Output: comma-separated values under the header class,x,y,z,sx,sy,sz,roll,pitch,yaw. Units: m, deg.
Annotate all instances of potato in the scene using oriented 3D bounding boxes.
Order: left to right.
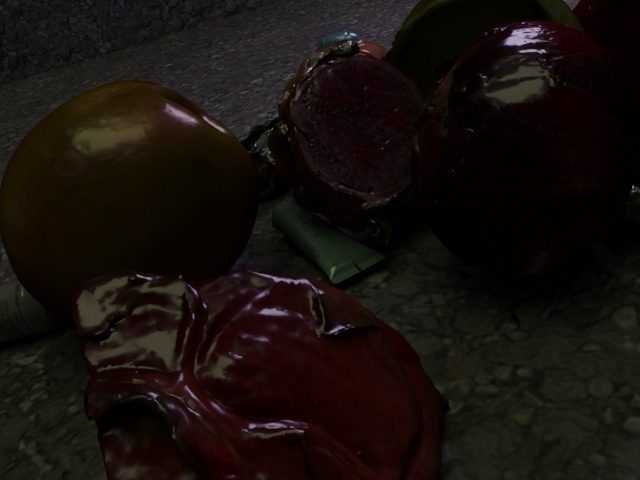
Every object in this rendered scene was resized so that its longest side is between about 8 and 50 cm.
class,x,y,z,sx,sy,sz,roll,pitch,yaw
potato,0.254,-0.248,0.998,0.330,0.280,0.212,6,43,32

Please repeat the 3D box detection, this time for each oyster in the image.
class,x,y,z,sx,sy,sz,roll,pitch,yaw
oyster,-0.115,-0.129,1.227,0.268,0.112,0.198,-33,9,-11

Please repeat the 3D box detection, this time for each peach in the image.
class,x,y,z,sx,sy,sz,roll,pitch,yaw
peach,-0.246,-0.036,0.927,0.332,0.308,0.308,-54,34,-2

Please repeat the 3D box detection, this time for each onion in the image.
class,x,y,z,sx,sy,sz,roll,pitch,yaw
onion,0.223,-0.100,0.788,0.276,0.276,0.276,-13,28,7

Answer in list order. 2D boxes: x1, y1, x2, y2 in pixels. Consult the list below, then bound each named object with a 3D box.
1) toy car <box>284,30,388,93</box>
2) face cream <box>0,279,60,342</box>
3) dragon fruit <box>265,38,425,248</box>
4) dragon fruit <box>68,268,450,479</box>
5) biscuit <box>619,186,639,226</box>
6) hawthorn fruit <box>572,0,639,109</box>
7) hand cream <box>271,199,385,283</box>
class,x,y,z,sx,sy,sz,roll,pitch,yaw
toy car,0.040,-0.215,1.162,0.181,0.212,0.270,-3,31,25
face cream,-0.492,0.114,1.006,0.269,0.082,0.082,-14,28,5
dragon fruit,0.033,-0.114,0.964,0.211,0.282,0.147,-5,-11,-17
dragon fruit,-0.034,0.143,0.542,0.286,0.228,0.329,-15,26,2
biscuit,0.468,-0.072,0.799,0.281,0.084,0.179,-16,27,1
hawthorn fruit,0.475,-0.318,1.057,0.224,0.261,0.224,-2,56,3
hand cream,0.000,0.000,0.974,0.078,0.049,0.205,-25,33,-21
